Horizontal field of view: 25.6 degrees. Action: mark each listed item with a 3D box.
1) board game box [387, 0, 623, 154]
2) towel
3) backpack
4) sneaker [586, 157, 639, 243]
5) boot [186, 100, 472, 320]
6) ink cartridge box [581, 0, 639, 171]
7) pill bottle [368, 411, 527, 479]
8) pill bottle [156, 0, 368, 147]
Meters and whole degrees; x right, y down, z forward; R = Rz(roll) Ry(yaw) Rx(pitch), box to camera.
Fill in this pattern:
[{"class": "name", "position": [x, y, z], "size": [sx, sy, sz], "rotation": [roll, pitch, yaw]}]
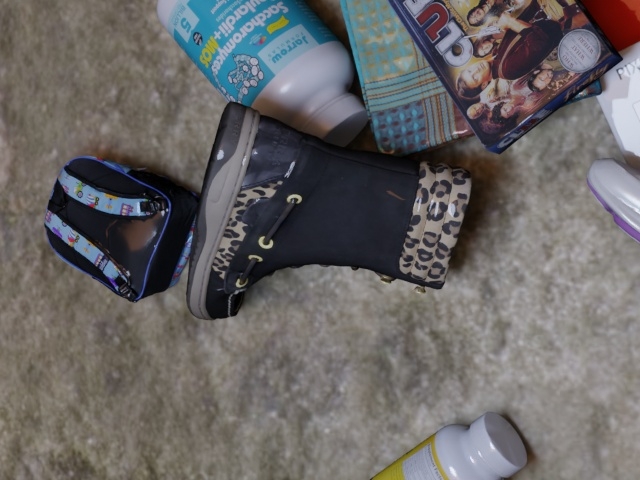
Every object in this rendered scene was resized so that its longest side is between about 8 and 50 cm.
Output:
[{"class": "board game box", "position": [0.180, -0.236, 1.476], "size": [0.165, 0.042, 0.243], "rotation": [-39, 71, 22]}, {"class": "towel", "position": [0.139, -0.295, 1.544], "size": [0.271, 0.040, 0.370], "rotation": [-18, 78, 27]}, {"class": "backpack", "position": [-0.254, -0.024, 1.771], "size": [0.173, 0.117, 0.158], "rotation": [27, 108, 21]}, {"class": "sneaker", "position": [0.421, -0.028, 1.420], "size": [0.305, 0.114, 0.152], "rotation": [27, 100, 10]}, {"class": "boot", "position": [0.000, 0.000, 1.605], "size": [0.284, 0.138, 0.377], "rotation": [11, 145, -3]}, {"class": "ink cartridge box", "position": [0.399, -0.231, 1.443], "size": [0.275, 0.060, 0.239], "rotation": [-26, 85, 27]}, {"class": "pill bottle", "position": [0.143, 0.275, 1.611], "size": [0.184, 0.103, 0.103], "rotation": [-39, 78, 25]}, {"class": "pill bottle", "position": [-0.060, -0.215, 1.631], "size": [0.264, 0.146, 0.146], "rotation": [49, 115, 13]}]
